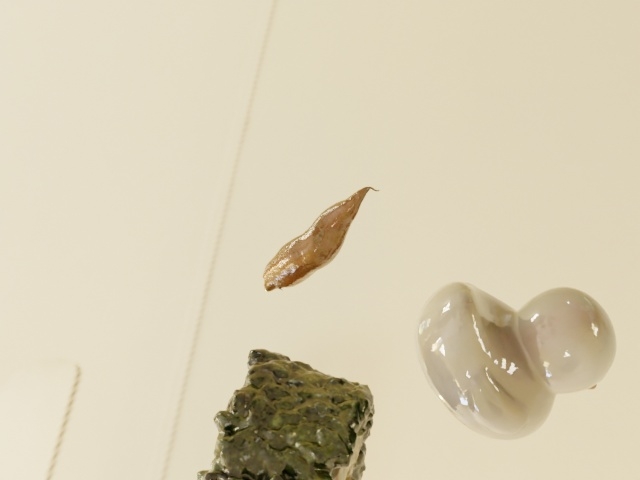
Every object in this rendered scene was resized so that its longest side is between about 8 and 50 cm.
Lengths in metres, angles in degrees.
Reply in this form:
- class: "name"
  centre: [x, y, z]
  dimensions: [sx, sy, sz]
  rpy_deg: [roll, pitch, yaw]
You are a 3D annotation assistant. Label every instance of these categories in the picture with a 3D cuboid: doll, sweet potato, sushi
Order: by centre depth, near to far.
- class: "sweet potato"
  centre: [0.000, 0.000, 1.430]
  dimensions: [0.195, 0.056, 0.056]
  rpy_deg: [-44, -138, 22]
- class: "sushi"
  centre: [-0.057, 0.339, 1.499]
  dimensions: [0.178, 0.351, 0.294]
  rpy_deg: [14, -155, 11]
- class: "doll"
  centre: [0.249, 0.130, 1.506]
  dimensions: [0.221, 0.251, 0.221]
  rpy_deg: [-40, -150, 28]
